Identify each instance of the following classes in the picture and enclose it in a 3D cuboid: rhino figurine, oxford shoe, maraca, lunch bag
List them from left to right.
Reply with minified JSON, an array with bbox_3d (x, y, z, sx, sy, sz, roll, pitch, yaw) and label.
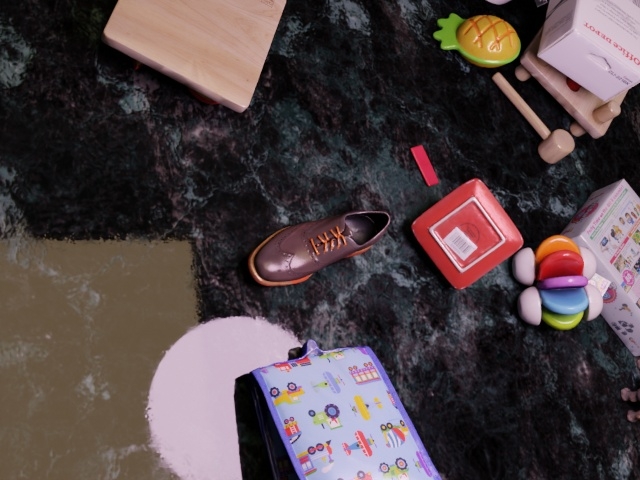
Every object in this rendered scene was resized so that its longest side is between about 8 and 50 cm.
[{"bbox_3d":[0.000,0.000,1.403,0.271,0.098,0.096,-24,85,-33],"label":"oxford shoe"},{"bbox_3d":[0.024,0.293,1.304,0.221,0.138,0.293,-9,68,-29],"label":"lunch bag"},{"bbox_3d":[0.332,-0.427,1.752,0.186,0.099,0.127,16,56,5],"label":"maraca"},{"bbox_3d":[0.707,0.266,1.695,0.073,0.106,0.243,47,57,-7],"label":"rhino figurine"}]

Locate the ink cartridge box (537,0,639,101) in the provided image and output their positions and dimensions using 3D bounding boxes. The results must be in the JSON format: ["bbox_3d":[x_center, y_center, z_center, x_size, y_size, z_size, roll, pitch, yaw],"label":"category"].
[{"bbox_3d":[0.586,-0.460,1.739,0.197,0.114,0.272,29,59,-16],"label":"ink cartridge box"}]

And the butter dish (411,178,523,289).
[{"bbox_3d":[0.271,-0.017,1.557,0.160,0.118,0.160,-37,95,7],"label":"butter dish"}]

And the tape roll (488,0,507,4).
[{"bbox_3d":[0.346,-0.708,1.803,0.392,0.072,0.391,24,56,-41],"label":"tape roll"}]

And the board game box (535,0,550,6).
[{"bbox_3d":[0.502,-0.595,1.854,0.186,0.026,0.126,-33,99,-52],"label":"board game box"}]

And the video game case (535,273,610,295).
[{"bbox_3d":[0.508,0.088,1.662,0.122,0.011,0.087,31,78,13],"label":"video game case"}]

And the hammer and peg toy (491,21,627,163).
[{"bbox_3d":[0.554,-0.359,1.826,0.266,0.127,0.361,44,57,-9],"label":"hammer and peg toy"}]

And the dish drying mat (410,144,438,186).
[{"bbox_3d":[0.205,-0.147,1.626,0.032,0.008,0.083,-20,82,-34],"label":"dish drying mat"}]

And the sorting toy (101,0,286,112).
[{"bbox_3d":[-0.220,-0.366,1.421,0.257,0.089,0.255,26,62,-19],"label":"sorting toy"}]

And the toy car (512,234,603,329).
[{"bbox_3d":[0.462,0.077,1.587,0.159,0.136,0.181,-3,72,0],"label":"toy car"}]

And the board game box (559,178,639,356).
[{"bbox_3d":[0.656,0.056,1.751,0.303,0.097,0.224,51,56,-5],"label":"board game box"}]
